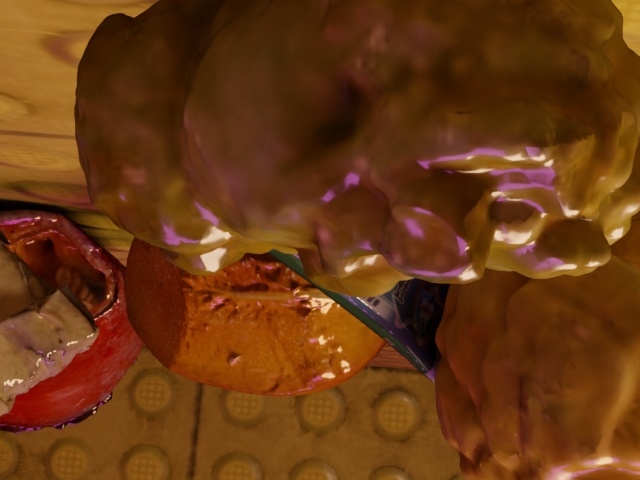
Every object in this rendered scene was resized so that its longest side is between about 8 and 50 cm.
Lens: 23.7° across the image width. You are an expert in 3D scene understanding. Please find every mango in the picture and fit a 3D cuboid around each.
[{"bbox_3d":[-0.070,0.048,1.428,0.199,0.201,0.350,35,162,-31],"label":"mango"}]

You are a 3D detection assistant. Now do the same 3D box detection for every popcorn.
[{"bbox_3d":[0.035,-0.057,0.782,0.286,0.174,0.225,0,176,34],"label":"popcorn"},{"bbox_3d":[0.283,0.130,1.227,0.390,0.344,0.354,3,175,40],"label":"popcorn"}]

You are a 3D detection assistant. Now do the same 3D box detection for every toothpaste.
[{"bbox_3d":[0.000,0.000,1.221,0.061,0.099,0.392,1,155,47],"label":"toothpaste"}]

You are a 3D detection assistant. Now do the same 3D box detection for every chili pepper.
[{"bbox_3d":[-0.323,0.091,1.697,0.251,0.229,0.305,1,169,-4],"label":"chili pepper"}]

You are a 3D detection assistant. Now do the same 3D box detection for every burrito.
[{"bbox_3d":[-0.382,0.029,1.490,0.347,0.175,0.107,38,153,12],"label":"burrito"}]
